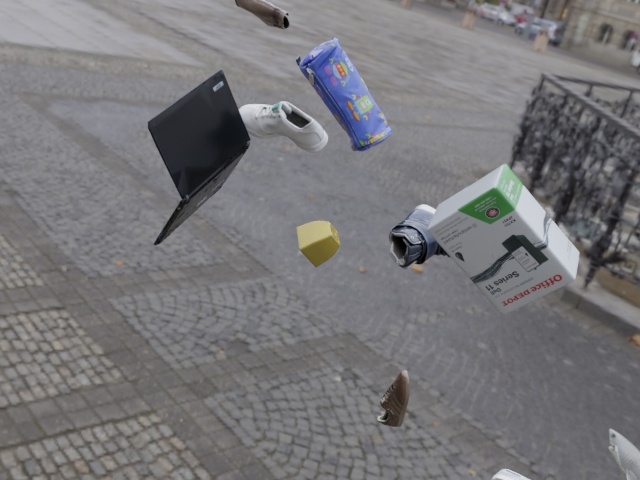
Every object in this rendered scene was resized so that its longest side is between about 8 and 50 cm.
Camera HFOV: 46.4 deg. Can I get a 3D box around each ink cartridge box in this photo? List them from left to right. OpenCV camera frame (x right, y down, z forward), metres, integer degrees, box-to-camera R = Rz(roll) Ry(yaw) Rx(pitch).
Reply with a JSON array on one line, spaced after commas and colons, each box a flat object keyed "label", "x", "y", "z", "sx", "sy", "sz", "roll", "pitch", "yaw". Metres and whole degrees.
[{"label": "ink cartridge box", "x": 0.304, "y": 0.003, "z": 1.236, "sx": 0.208, "sy": 0.153, "sz": 0.087, "roll": 46, "pitch": 38, "yaw": -11}]

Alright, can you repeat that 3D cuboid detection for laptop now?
[{"label": "laptop", "x": -0.258, "y": -0.158, "z": 1.458, "sx": 0.136, "sy": 0.264, "sz": 0.234, "roll": 42, "pitch": 48, "yaw": -2}]

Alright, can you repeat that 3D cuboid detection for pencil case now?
[{"label": "pencil case", "x": 0.063, "y": -0.372, "z": 1.940, "sx": 0.119, "sy": 0.306, "sz": 0.133, "roll": -16, "pitch": 23, "yaw": 52}]

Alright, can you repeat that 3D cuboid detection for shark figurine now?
[{"label": "shark figurine", "x": 0.732, "y": 0.539, "z": 1.600, "sx": 0.278, "sy": 0.116, "sz": 0.166, "roll": 57, "pitch": 12, "yaw": -7}]

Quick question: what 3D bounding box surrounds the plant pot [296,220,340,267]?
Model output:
[{"label": "plant pot", "x": 0.000, "y": 0.000, "z": 1.817, "sx": 0.081, "sy": 0.083, "sz": 0.081, "roll": 48, "pitch": 23, "yaw": -42}]

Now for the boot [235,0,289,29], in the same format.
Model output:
[{"label": "boot", "x": -0.101, "y": -0.420, "z": 1.346, "sx": 0.087, "sy": 0.042, "sz": 0.118, "roll": 27, "pitch": 4, "yaw": 13}]

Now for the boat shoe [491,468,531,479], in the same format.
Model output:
[{"label": "boat shoe", "x": 0.457, "y": 0.543, "z": 1.590, "sx": 0.184, "sy": 0.066, "sz": 0.063, "roll": 14, "pitch": 26, "yaw": 32}]

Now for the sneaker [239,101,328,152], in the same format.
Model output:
[{"label": "sneaker", "x": -0.085, "y": -0.250, "z": 1.505, "sx": 0.212, "sy": 0.080, "sz": 0.094, "roll": 19, "pitch": -20, "yaw": 24}]

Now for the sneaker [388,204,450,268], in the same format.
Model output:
[{"label": "sneaker", "x": 0.242, "y": 0.019, "z": 1.475, "sx": 0.226, "sy": 0.086, "sz": 0.163, "roll": 26, "pitch": 35, "yaw": 26}]

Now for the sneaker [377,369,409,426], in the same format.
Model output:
[{"label": "sneaker", "x": 0.205, "y": 0.446, "z": 2.088, "sx": 0.071, "sy": 0.188, "sz": 0.066, "roll": 5, "pitch": 25, "yaw": -4}]
